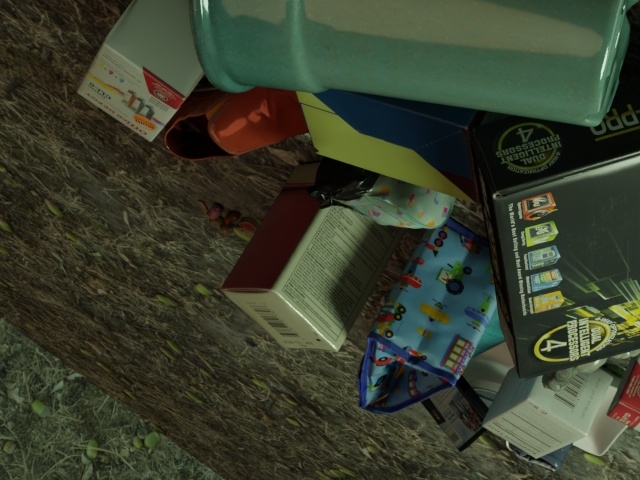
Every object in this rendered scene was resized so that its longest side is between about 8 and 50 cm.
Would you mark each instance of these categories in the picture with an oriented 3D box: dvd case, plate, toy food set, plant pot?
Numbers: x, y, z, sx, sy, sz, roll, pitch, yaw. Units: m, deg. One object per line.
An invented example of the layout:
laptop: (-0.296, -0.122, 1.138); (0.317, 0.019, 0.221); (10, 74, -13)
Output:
dvd case: (0.182, 0.224, 2.147); (0.253, 0.022, 0.180); (52, 158, 12)
plate: (0.355, 0.224, 2.048); (0.277, 0.045, 0.278); (26, 155, 9)
toy food set: (-0.150, -0.029, 2.160); (0.122, 0.019, 0.078); (17, 152, 27)
plant pot: (0.108, -0.255, 1.114); (0.334, 0.341, 0.341); (15, 153, 13)

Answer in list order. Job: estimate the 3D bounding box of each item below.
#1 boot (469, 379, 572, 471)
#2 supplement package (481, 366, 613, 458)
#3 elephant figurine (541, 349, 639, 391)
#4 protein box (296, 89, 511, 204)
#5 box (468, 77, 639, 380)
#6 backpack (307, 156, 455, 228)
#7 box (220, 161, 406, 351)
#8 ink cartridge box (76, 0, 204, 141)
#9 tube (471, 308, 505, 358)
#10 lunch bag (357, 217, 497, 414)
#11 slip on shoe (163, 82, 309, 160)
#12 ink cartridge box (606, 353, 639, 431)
boot: (0.309, 0.293, 2.071); (0.190, 0.086, 0.069); (21, 155, 19)
supplement package: (0.331, 0.237, 1.919); (0.105, 0.105, 0.179); (32, 156, -3)
elephant figurine: (0.340, 0.089, 1.699); (0.169, 0.186, 0.239); (63, -173, 9)
protein box: (0.111, -0.179, 1.363); (0.200, 0.201, 0.136); (19, 153, 23)
box: (0.334, -0.015, 1.361); (0.318, 0.097, 0.395); (-17, 145, 1)
backpack: (0.088, -0.081, 1.651); (0.115, 0.152, 0.182); (17, 169, 44)
box: (-0.006, 0.021, 1.837); (0.127, 0.232, 0.148); (-2, 140, 50)
ink cartridge box: (-0.222, -0.236, 1.719); (0.128, 0.127, 0.176); (34, 156, -10)
tube: (0.237, 0.137, 1.913); (0.080, 0.052, 0.207); (10, 155, -25)
lunch bag: (0.149, 0.130, 1.886); (0.138, 0.221, 0.293); (29, 155, 4)
slip on shoe: (-0.098, -0.163, 1.753); (0.331, 0.101, 0.123); (-4, 137, 49)
ink cartridge box: (0.499, 0.216, 1.771); (0.175, 0.127, 0.072); (27, 157, 9)
